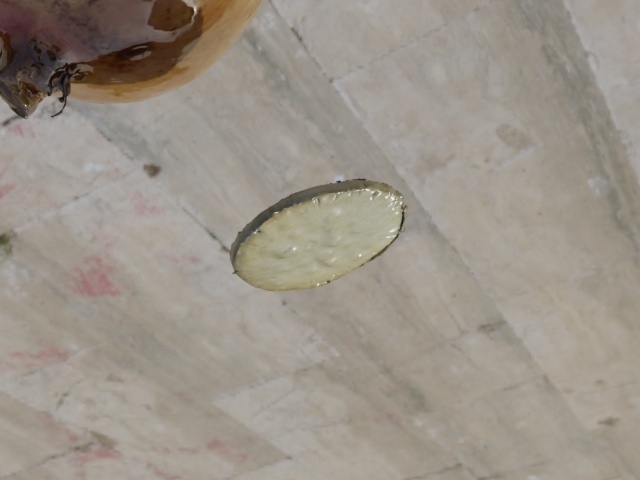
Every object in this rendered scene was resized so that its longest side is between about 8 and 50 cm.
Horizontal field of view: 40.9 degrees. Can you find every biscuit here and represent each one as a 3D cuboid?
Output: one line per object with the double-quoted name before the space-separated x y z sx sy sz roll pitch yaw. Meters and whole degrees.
"biscuit" 0.000 0.000 0.683 0.152 0.020 0.152 -16 151 -10

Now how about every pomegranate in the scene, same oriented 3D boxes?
"pomegranate" -0.212 -0.255 0.745 0.338 0.338 0.338 -2 139 -2
